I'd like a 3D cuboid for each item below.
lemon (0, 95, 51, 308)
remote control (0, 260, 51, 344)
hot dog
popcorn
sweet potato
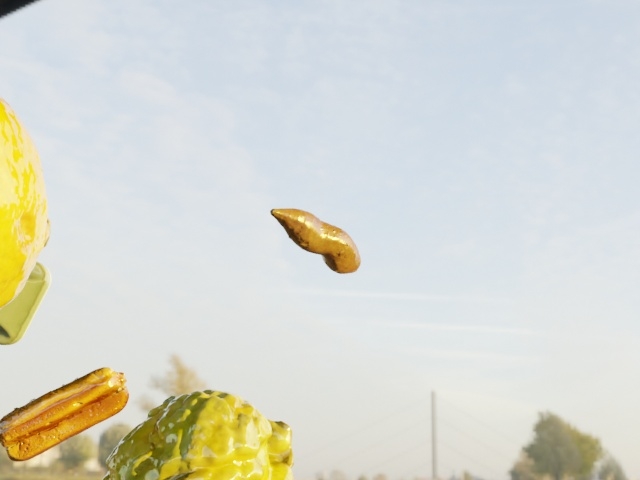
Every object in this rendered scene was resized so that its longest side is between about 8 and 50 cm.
[{"bbox_3d":[-0.250,-0.027,0.461,0.188,0.188,0.257,-12,-22,40],"label":"lemon"},{"bbox_3d":[-0.550,0.025,1.241,0.335,0.128,0.065,26,-9,-1],"label":"remote control"},{"bbox_3d":[-0.309,0.207,1.077,0.165,0.045,0.071,-27,-54,-11],"label":"hot dog"},{"bbox_3d":[-0.138,0.305,1.115,0.252,0.236,0.206,-4,-15,-32],"label":"popcorn"},{"bbox_3d":[0.003,-0.001,1.298,0.065,0.051,0.218,-23,-37,25],"label":"sweet potato"}]
